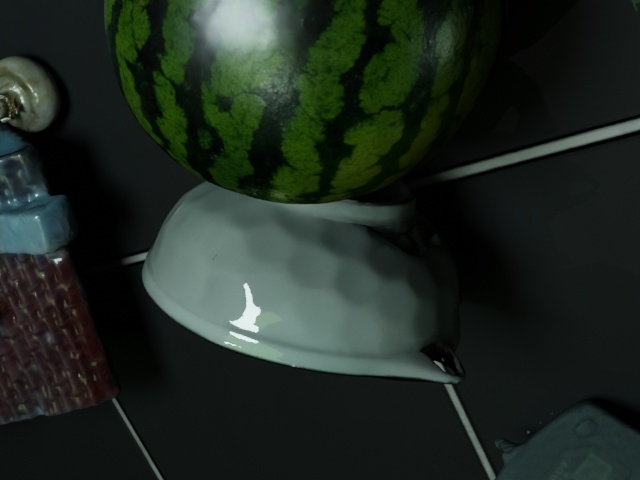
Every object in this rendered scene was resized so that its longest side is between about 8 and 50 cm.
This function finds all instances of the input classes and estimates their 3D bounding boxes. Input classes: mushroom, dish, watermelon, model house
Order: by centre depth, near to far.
[{"bbox_3d":[-0.009,-0.163,0.707,0.285,0.285,0.285,17,126,24],"label":"watermelon"},{"bbox_3d":[0.000,0.000,0.835,0.303,0.303,0.120,20,110,22],"label":"dish"},{"bbox_3d":[-0.320,-0.148,1.054,0.085,0.079,0.085,19,130,23],"label":"mushroom"},{"bbox_3d":[-0.383,0.070,1.100,0.339,0.297,0.360,2,119,29],"label":"model house"}]

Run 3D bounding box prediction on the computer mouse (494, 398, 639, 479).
[{"bbox_3d":[0.265,0.262,0.800,0.122,0.188,0.371,49,172,-34],"label":"computer mouse"}]
